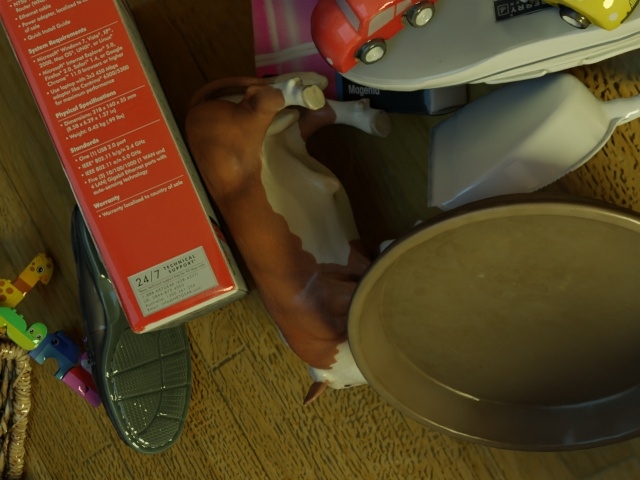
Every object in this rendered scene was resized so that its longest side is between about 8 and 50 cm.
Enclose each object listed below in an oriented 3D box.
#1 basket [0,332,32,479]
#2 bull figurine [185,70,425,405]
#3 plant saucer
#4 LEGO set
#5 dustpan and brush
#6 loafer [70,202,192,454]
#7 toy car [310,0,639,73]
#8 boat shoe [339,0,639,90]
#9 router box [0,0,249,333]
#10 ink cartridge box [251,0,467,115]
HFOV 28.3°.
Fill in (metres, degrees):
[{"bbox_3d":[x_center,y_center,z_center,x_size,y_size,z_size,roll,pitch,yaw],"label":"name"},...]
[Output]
[{"bbox_3d":[-0.484,0.223,1.444,0.223,0.213,0.299,29,119,29],"label":"basket"},{"bbox_3d":[0.000,0.000,1.042,0.188,0.101,0.310,-20,106,43],"label":"bull figurine"},{"bbox_3d":[0.158,0.060,0.922,0.277,0.041,0.278,5,138,4],"label":"plant saucer"},{"bbox_3d":[-0.298,0.067,1.337,0.227,0.093,0.087,41,166,-11],"label":"LEGO set"},{"bbox_3d":[0.182,-0.086,0.915,0.211,0.147,0.060,-31,113,21],"label":"dustpan and brush"},{"bbox_3d":[-0.195,0.079,1.273,0.084,0.096,0.268,-11,89,59],"label":"loafer"},{"bbox_3d":[0.097,-0.240,0.872,0.239,0.053,0.225,-5,76,23],"label":"toy car"},{"bbox_3d":[0.131,-0.149,0.913,0.258,0.084,0.095,-3,75,25],"label":"boat shoe"},{"bbox_3d":[-0.155,-0.078,1.050,0.082,0.335,0.301,-23,87,-2],"label":"router box"},{"bbox_3d":[0.023,-0.287,1.005,0.175,0.069,0.371,7,105,36],"label":"ink cartridge box"}]
